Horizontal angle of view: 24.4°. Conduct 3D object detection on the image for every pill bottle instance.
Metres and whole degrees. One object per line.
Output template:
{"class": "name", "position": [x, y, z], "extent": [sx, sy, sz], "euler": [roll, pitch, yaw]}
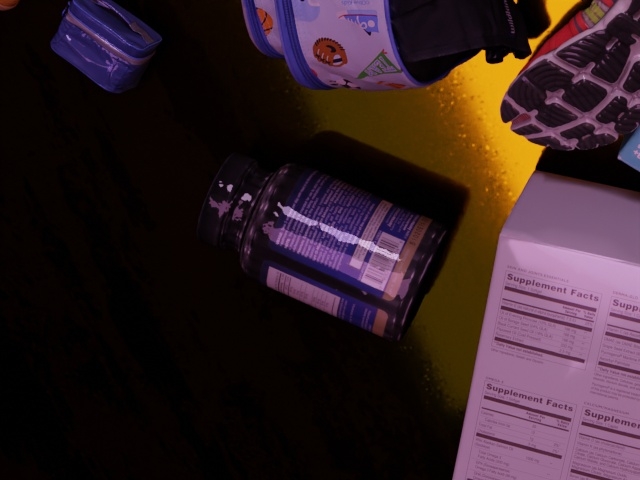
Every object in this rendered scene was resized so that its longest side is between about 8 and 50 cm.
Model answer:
{"class": "pill bottle", "position": [0.000, 0.000, 1.405], "extent": [0.219, 0.123, 0.123], "euler": [24, 114, 8]}

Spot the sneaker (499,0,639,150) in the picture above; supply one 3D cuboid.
{"class": "sneaker", "position": [0.267, -0.184, 1.269], "extent": [0.107, 0.118, 0.279], "euler": [36, 128, -15]}

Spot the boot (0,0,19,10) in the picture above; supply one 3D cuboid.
{"class": "boot", "position": [-0.252, -0.373, 1.360], "extent": [0.211, 0.104, 0.295], "euler": [-8, 102, 19]}

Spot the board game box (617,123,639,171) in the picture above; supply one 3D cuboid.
{"class": "board game box", "position": [0.450, -0.147, 1.244], "extent": [0.253, 0.079, 0.336], "euler": [32, 114, 4]}

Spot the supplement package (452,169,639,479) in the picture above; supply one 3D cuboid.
{"class": "supplement package", "position": [0.247, 0.104, 1.325], "extent": [0.198, 0.199, 0.263], "euler": [13, 112, 12]}

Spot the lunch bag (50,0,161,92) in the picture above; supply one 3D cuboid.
{"class": "lunch bag", "position": [-0.207, -0.198, 1.428], "extent": [0.098, 0.067, 0.065], "euler": [36, 114, 3]}

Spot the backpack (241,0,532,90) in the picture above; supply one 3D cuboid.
{"class": "backpack", "position": [0.044, -0.246, 1.229], "extent": [0.213, 0.263, 0.277], "euler": [-6, 108, 19]}
